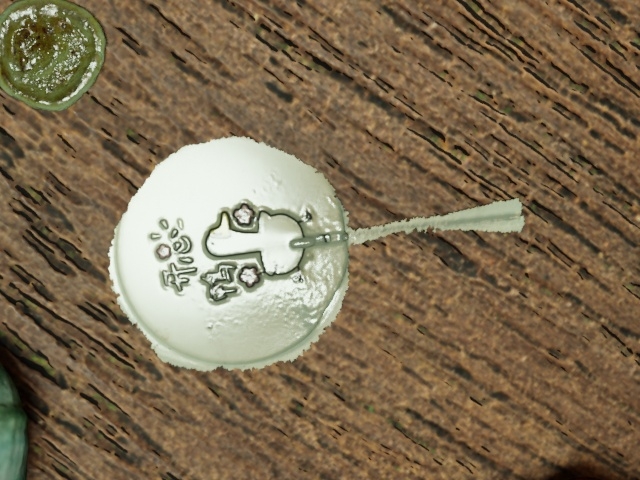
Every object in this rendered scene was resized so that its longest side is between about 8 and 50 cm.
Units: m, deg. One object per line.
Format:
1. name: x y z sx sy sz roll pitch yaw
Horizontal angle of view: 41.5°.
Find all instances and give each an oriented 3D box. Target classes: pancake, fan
1. pancake: -0.248 -0.170 0.773 0.108 0.017 0.108 0 95 -4
2. fan: 0.000 0.000 0.828 0.415 0.012 0.233 -11 100 -5

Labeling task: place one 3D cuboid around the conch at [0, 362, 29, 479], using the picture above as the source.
1. conch: -0.354 0.189 0.743 0.220 0.195 0.277 -23 129 25

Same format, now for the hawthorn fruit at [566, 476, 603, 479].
1. hawthorn fruit: 0.251 0.368 0.823 0.224 0.224 0.260 3 120 -7
